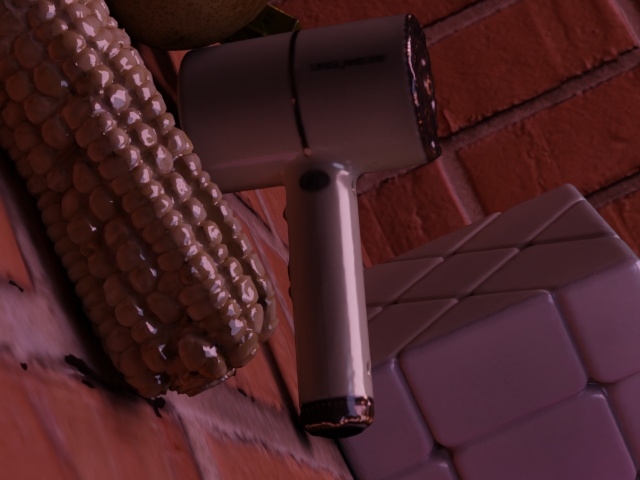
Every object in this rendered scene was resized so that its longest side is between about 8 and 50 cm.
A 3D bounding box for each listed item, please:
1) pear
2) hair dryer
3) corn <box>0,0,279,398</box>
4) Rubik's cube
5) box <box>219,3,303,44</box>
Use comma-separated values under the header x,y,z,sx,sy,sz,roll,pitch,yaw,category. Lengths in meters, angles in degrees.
x,y,z,sx,sy,sz,roll,pitch,yaw,category
-0.116,-0.237,1.051,0.167,0.136,0.167,47,33,-44,pear
0.000,0.000,1.051,0.128,0.203,0.362,49,36,-69,hair dryer
-0.092,-0.028,0.590,0.211,0.087,0.087,63,5,-1,corn
0.196,0.168,1.313,0.322,0.318,0.316,-95,160,-74,Rubik's cube
-0.093,-0.210,1.200,0.193,0.030,0.121,29,-6,17,box
